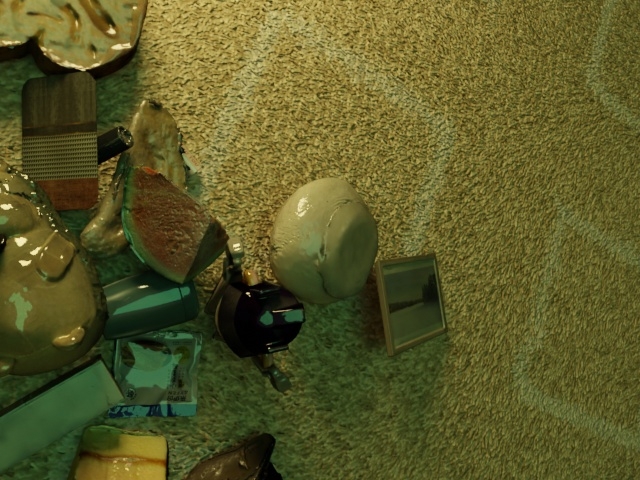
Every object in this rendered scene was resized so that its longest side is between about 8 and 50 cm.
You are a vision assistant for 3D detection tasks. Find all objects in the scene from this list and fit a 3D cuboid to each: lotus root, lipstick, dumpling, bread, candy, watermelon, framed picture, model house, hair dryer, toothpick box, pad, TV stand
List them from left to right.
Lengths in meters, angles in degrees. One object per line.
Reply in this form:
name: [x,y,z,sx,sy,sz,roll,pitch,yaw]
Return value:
pad: [-0.561,-0.176,0.987,0.323,0.055,0.249,-2,91,-3]
TV stand: [-0.493,0.310,0.949,0.270,0.083,0.088,-29,100,-22]
lotus root: [-0.508,-0.489,0.993,0.391,0.111,0.374,22,86,-26]
hair dryer: [-0.453,-0.226,1.022,0.173,0.050,0.194,-21,79,12]
bread: [-0.404,0.499,1.005,0.168,0.163,0.264,22,106,-24]
dumpling: [-0.351,-0.101,1.072,0.166,0.086,0.332,33,69,-40]
toothpick box: [-0.337,0.118,1.037,0.184,0.120,0.120,-16,91,-24]
watermelon: [-0.289,-0.019,1.007,0.231,0.128,0.146,39,76,-13]
lipstick: [-0.304,-0.192,1.131,0.038,0.038,0.130,-45,104,-23]
model house: [-0.159,0.518,1.094,0.203,0.141,0.164,-20,116,-6]
candy: [0.000,0.000,1.172,0.295,0.185,0.295,1,89,-53]
framed picture: [0.223,0.142,1.295,0.289,0.016,0.213,-4,85,-53]

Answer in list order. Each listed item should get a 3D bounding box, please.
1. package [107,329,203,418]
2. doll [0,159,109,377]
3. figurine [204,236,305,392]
package: [-0.324,0.263,1.076,0.171,0.027,0.173,6,79,-25]
doll: [-0.496,0.045,0.881,0.247,0.247,0.349,-15,72,-27]
figurine: [-0.131,0.150,1.046,0.143,0.308,0.308,-38,101,-20]
